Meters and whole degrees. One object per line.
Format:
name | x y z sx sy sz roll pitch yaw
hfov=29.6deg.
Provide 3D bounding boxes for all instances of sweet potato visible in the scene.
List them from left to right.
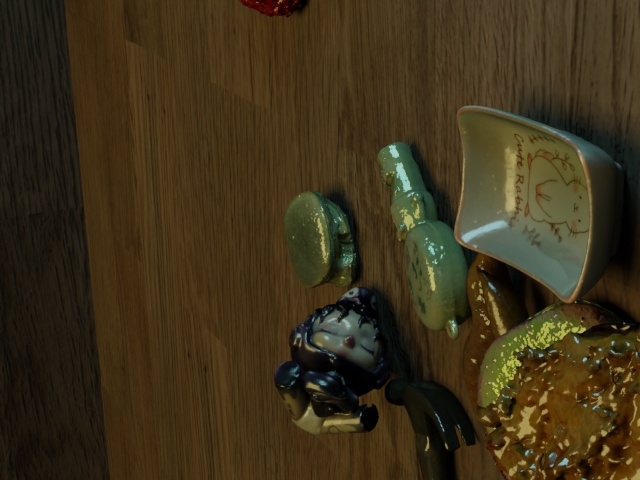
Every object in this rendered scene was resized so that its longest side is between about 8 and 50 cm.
sweet potato | 0.185 0.105 1.327 0.065 0.051 0.218 36 132 53
sweet potato | 0.218 0.153 1.257 0.067 0.067 0.274 -22 84 66

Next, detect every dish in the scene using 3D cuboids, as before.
dish | 0.215 -0.044 1.167 0.212 0.077 0.151 -146 52 -59

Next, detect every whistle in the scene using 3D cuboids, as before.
whistle | 0.124 -0.001 1.410 0.126 0.067 0.258 96 159 -60

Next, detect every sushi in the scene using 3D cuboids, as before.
sushi | 0.295 0.162 0.920 0.348 0.207 0.234 -29 68 61

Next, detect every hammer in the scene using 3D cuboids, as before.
hammer | 0.158 0.394 1.522 0.168 0.044 0.440 -172 73 -67

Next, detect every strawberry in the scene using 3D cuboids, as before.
strawberry | -0.083 -0.379 1.694 0.192 0.085 0.140 -131 36 -53

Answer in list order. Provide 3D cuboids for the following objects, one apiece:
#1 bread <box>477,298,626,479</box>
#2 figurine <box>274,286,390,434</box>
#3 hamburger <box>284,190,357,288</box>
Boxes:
bread | 0.239 0.170 1.171 0.228 0.033 0.228 11 105 46
figurine | 0.024 0.160 1.582 0.222 0.145 0.145 -66 -10 -49
hamburger | 0.000 0.000 1.690 0.133 0.062 0.140 -16 83 62
